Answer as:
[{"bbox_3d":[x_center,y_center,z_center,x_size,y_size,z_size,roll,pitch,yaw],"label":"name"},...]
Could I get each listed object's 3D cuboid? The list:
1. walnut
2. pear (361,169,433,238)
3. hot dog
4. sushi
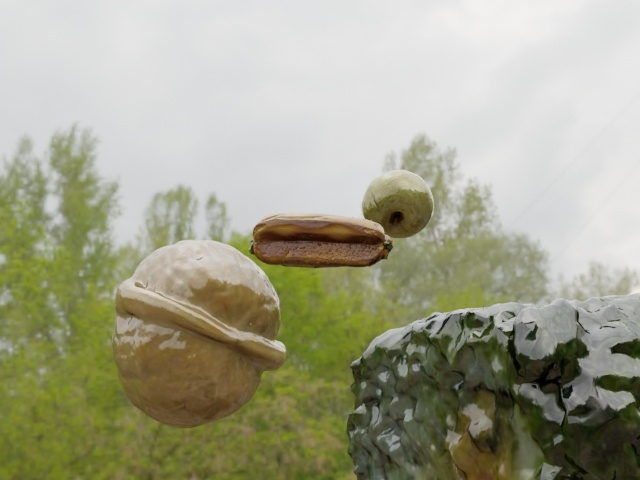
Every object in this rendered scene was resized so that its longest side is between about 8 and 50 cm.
[{"bbox_3d":[-0.191,0.145,1.408,0.285,0.296,0.285,20,-12,4],"label":"walnut"},{"bbox_3d":[0.178,-0.085,2.072,0.167,0.136,0.167,4,-42,3],"label":"pear"},{"bbox_3d":[0.000,0.000,0.753,0.122,0.049,0.037,4,19,7],"label":"hot dog"},{"bbox_3d":[0.158,0.194,0.682,0.178,0.294,0.352,-4,-12,-22],"label":"sushi"}]
